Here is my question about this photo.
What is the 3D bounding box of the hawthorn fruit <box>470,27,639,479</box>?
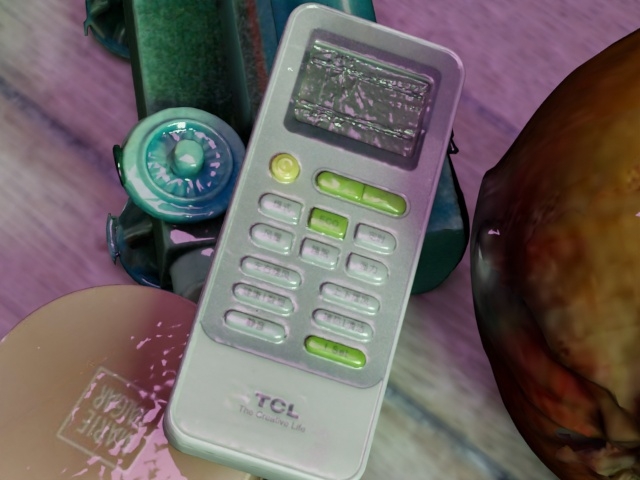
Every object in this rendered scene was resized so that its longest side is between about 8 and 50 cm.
[{"bbox_3d":[0.235,0.014,0.811,0.308,0.308,0.325,31,81,13],"label":"hawthorn fruit"}]

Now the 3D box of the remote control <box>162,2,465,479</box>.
[{"bbox_3d":[0.000,0.000,0.841,0.103,0.034,0.250,19,66,-5],"label":"remote control"}]

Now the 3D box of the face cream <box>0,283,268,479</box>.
[{"bbox_3d":[-0.102,0.110,0.866,0.149,0.104,0.149,0,65,0],"label":"face cream"}]

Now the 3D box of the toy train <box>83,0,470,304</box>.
[{"bbox_3d":[-0.034,-0.098,0.961,0.194,0.120,0.298,-5,65,-11],"label":"toy train"}]
